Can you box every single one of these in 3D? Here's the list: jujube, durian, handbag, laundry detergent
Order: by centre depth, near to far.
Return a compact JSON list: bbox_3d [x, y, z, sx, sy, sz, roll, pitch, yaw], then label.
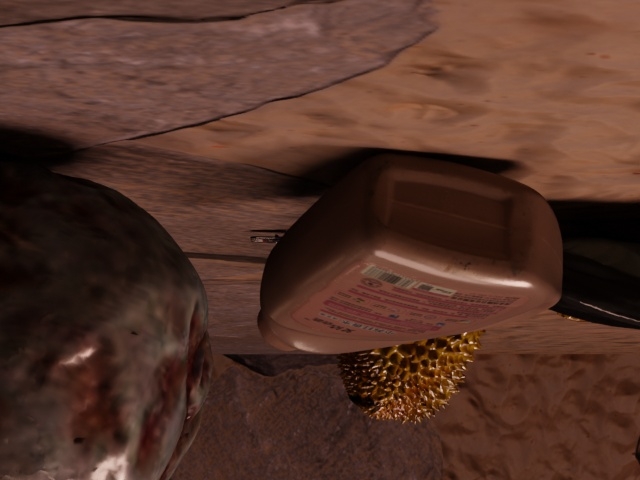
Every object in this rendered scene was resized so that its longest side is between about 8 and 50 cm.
[{"bbox_3d":[-0.204,0.070,0.928,0.308,0.246,0.215,-11,148,31],"label":"jujube"},{"bbox_3d":[0.055,0.029,1.017,0.171,0.076,0.237,13,155,-17],"label":"laundry detergent"},{"bbox_3d":[0.240,0.038,1.228,0.192,0.075,0.332,11,-179,3],"label":"handbag"},{"bbox_3d":[0.077,0.085,1.427,0.137,0.168,0.158,17,157,7],"label":"durian"}]

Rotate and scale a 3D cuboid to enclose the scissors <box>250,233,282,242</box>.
[{"bbox_3d":[0.000,0.000,1.277,0.113,0.012,0.039,1,172,0],"label":"scissors"}]

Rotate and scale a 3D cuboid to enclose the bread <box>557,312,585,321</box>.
[{"bbox_3d":[0.332,0.054,1.542,0.226,0.049,0.088,-4,172,37],"label":"bread"}]
